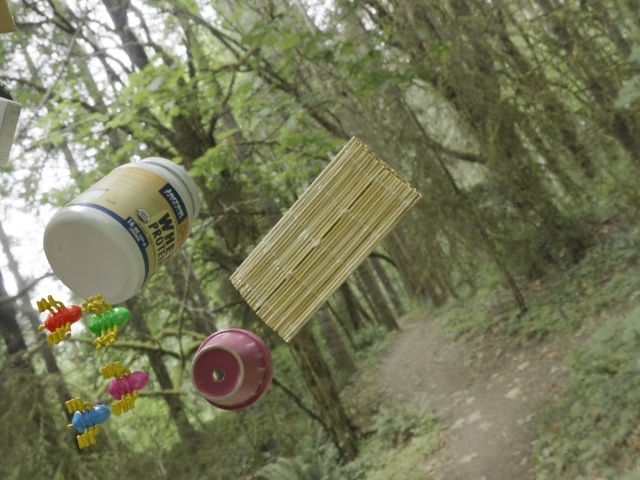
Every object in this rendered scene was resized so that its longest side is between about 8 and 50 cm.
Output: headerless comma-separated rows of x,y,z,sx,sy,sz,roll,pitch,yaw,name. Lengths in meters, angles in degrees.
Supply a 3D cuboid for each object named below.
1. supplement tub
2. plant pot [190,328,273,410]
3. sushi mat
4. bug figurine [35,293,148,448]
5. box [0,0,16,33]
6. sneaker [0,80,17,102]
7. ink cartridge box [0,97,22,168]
-0.420,-0.034,1.410,0.228,0.228,0.316,-33,15,33,supplement tub
-0.226,0.314,1.559,0.201,0.201,0.180,-27,-10,2,plant pot
0.000,0.000,1.003,0.316,0.151,0.019,-48,-19,12,sushi mat
-0.407,0.218,1.158,0.216,0.279,0.072,-20,-6,28,bug figurine
-0.510,-0.361,0.833,0.164,0.201,0.021,-13,21,-10,box
-0.737,-0.324,1.385,0.078,0.106,0.234,-7,-38,6,sneaker
-0.778,-0.193,1.275,0.296,0.261,0.066,18,4,0,ink cartridge box
